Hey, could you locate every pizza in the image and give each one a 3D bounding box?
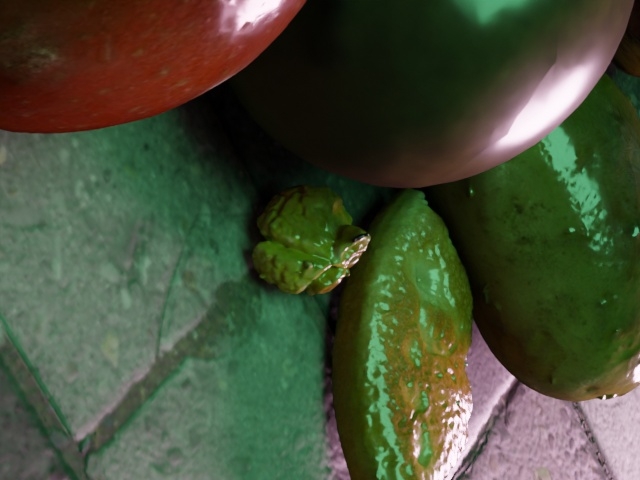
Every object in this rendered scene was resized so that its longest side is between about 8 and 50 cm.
[{"bbox_3d":[0.064,0.089,1.069,0.134,0.056,0.271,12,70,-46],"label":"pizza"}]

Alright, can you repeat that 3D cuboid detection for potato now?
[{"bbox_3d":[0.192,-0.013,1.159,0.210,0.173,0.307,-29,105,-54],"label":"potato"}]

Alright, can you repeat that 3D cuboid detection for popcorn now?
[{"bbox_3d":[0.000,0.000,0.997,0.084,0.084,0.084,17,67,-47],"label":"popcorn"}]

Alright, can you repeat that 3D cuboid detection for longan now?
[{"bbox_3d":[0.065,-0.191,0.956,0.319,0.319,0.318,17,67,-47],"label":"longan"}]

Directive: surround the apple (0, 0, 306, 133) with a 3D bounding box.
[{"bbox_3d":[-0.145,-0.223,0.725,0.348,0.277,0.348,19,64,-45],"label":"apple"}]

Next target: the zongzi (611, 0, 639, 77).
[{"bbox_3d":[0.246,-0.280,1.349,0.300,0.138,0.286,-19,103,-37],"label":"zongzi"}]
